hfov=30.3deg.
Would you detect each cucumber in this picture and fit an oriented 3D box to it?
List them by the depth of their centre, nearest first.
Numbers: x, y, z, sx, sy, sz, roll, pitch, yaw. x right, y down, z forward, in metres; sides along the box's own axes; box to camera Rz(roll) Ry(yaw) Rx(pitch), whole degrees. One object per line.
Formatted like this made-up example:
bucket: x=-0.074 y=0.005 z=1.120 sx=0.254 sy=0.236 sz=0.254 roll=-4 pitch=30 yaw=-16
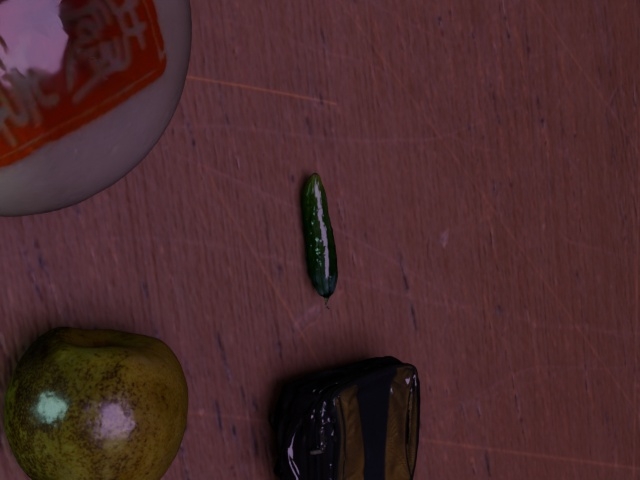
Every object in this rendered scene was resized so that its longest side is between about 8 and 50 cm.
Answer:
cucumber: x=0.000 y=0.000 z=1.442 sx=0.039 sy=0.039 sz=0.168 roll=-11 pitch=100 yaw=-25

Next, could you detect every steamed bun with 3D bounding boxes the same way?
steamed bun: x=-0.296 y=-0.205 z=1.154 sx=0.374 sy=0.241 sz=0.375 roll=-4 pitch=100 yaw=-23

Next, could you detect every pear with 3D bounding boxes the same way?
pear: x=-0.239 y=0.191 z=1.264 sx=0.197 sy=0.197 sz=0.197 roll=-4 pitch=99 yaw=-26

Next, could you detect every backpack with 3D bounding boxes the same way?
backpack: x=0.033 y=0.268 z=1.452 sx=0.206 sy=0.133 sz=0.258 roll=-14 pitch=109 yaw=-34
